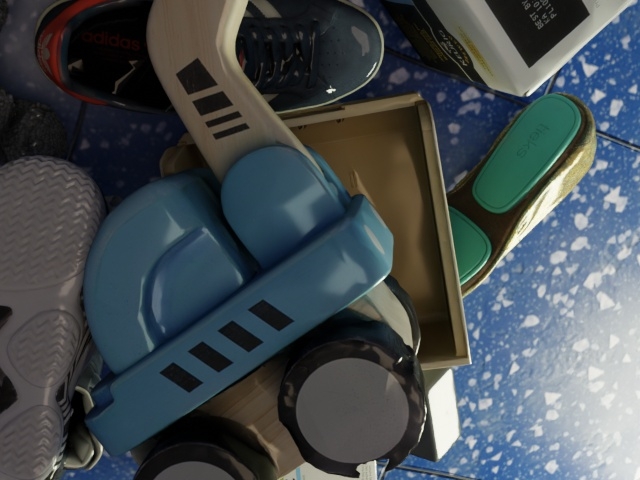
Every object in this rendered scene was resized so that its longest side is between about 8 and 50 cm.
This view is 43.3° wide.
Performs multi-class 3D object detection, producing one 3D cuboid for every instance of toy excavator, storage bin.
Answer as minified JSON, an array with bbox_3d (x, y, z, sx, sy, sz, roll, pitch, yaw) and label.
[{"bbox_3d":[-0.066,-0.040,0.645,0.433,0.222,0.445,-36,96,11],"label":"toy excavator"},{"bbox_3d":[0.098,0.183,0.900,0.098,0.091,0.135,-36,125,-38],"label":"storage bin"},{"bbox_3d":[0.000,0.000,0.822,0.262,0.123,0.260,-9,103,8],"label":"storage bin"}]

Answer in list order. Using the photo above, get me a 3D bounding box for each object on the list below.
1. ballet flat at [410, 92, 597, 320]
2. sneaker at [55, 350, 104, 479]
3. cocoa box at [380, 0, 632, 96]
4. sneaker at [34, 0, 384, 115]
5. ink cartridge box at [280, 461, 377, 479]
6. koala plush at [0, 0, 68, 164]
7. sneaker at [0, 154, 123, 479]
[{"bbox_3d":[0.189,-0.018,0.943,0.123,0.123,0.348,40,96,-24],"label":"ballet flat"},{"bbox_3d":[-0.290,0.221,0.854,0.086,0.163,0.226,17,105,-23],"label":"sneaker"},{"bbox_3d":[0.128,-0.346,0.735,0.231,0.228,0.347,-41,114,1],"label":"cocoa box"},{"bbox_3d":[-0.093,-0.173,0.777,0.350,0.148,0.131,-6,110,-14],"label":"sneaker"},{"bbox_3d":[0.049,0.200,0.980,0.255,0.097,0.189,-9,111,-12],"label":"ink cartridge box"},{"bbox_3d":[-0.354,-0.086,0.676,0.203,0.221,0.196,-15,122,5],"label":"koala plush"},{"bbox_3d":[-0.252,0.113,0.729,0.137,0.210,0.366,15,89,5],"label":"sneaker"}]
